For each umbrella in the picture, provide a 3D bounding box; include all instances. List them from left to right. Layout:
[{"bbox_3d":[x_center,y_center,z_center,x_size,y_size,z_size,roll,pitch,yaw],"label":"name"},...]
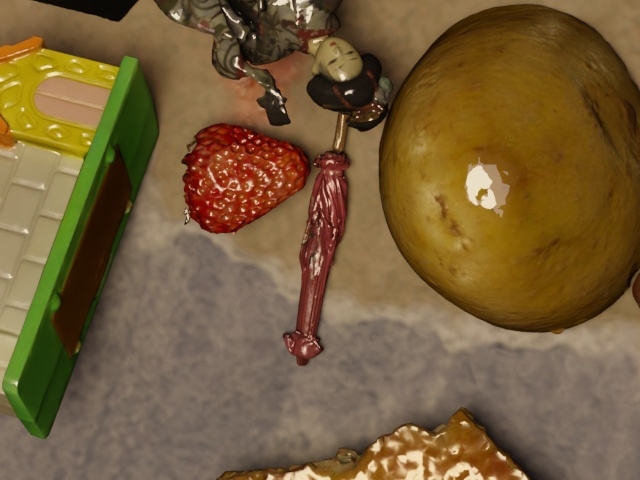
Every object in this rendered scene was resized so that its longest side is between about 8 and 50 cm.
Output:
[{"bbox_3d":[0.000,0.000,1.228,0.027,0.025,0.165,7,100,-11],"label":"umbrella"}]

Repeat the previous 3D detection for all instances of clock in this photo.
[{"bbox_3d":[-0.256,-0.024,1.183,0.255,0.106,0.220,14,70,8],"label":"clock"}]

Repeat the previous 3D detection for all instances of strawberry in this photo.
[{"bbox_3d":[-0.047,-0.038,1.210,0.083,0.073,0.073,3,97,10],"label":"strawberry"}]

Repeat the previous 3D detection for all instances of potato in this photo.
[{"bbox_3d":[0.109,-0.033,1.139,0.178,0.158,0.203,9,102,11],"label":"potato"}]

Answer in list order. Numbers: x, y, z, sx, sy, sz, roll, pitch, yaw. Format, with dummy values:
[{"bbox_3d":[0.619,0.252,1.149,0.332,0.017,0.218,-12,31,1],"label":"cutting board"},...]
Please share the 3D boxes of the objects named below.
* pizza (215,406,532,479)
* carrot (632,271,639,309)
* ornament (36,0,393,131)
[{"bbox_3d":[0.039,0.204,1.217,0.365,0.074,0.182,-11,96,13],"label":"pizza"},{"bbox_3d":[0.270,-0.013,1.160,0.191,0.047,0.047,-37,88,12],"label":"carrot"},{"bbox_3d":[-0.038,-0.138,1.144,0.196,0.153,0.166,45,103,10],"label":"ornament"}]
